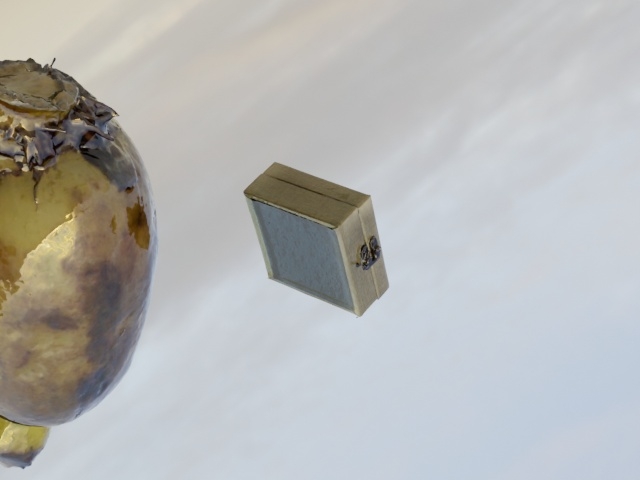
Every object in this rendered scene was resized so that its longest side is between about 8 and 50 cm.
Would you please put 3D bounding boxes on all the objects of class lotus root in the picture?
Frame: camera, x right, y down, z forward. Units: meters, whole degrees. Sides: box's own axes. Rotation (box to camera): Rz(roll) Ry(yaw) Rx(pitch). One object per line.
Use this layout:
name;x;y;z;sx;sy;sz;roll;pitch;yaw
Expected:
lotus root;-0.183;0.015;0.990;0.141;0.169;0.314;-22;138;-38

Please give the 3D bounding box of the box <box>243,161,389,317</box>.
box;0.000;0.000;0.992;0.083;0.079;0.035;21;-129;35
